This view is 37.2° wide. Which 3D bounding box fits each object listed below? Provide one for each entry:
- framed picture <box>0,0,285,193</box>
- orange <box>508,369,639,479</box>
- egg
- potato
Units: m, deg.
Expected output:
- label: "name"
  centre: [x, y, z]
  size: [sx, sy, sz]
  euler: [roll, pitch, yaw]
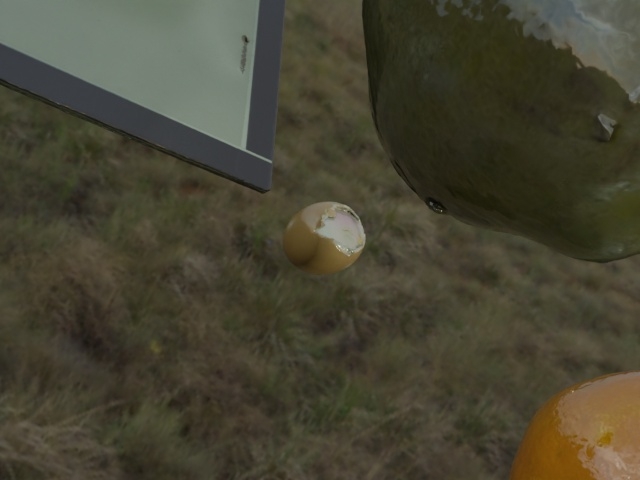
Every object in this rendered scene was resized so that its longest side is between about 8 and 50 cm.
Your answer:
- label: "framed picture"
  centre: [-0.170, -0.212, 0.845]
  size: [0.347, 0.016, 0.265]
  euler: [20, 61, -37]
- label: "orange"
  centre: [0.360, 0.293, 1.043]
  size: [0.312, 0.312, 0.312]
  euler: [27, 16, -9]
- label: "egg"
  centre: [0.000, 0.000, 1.040]
  size: [0.080, 0.096, 0.080]
  euler: [26, 51, -36]
- label: "potato"
  centre: [0.099, -0.087, 0.398]
  size: [0.160, 0.178, 0.235]
  euler: [0, 32, -5]
